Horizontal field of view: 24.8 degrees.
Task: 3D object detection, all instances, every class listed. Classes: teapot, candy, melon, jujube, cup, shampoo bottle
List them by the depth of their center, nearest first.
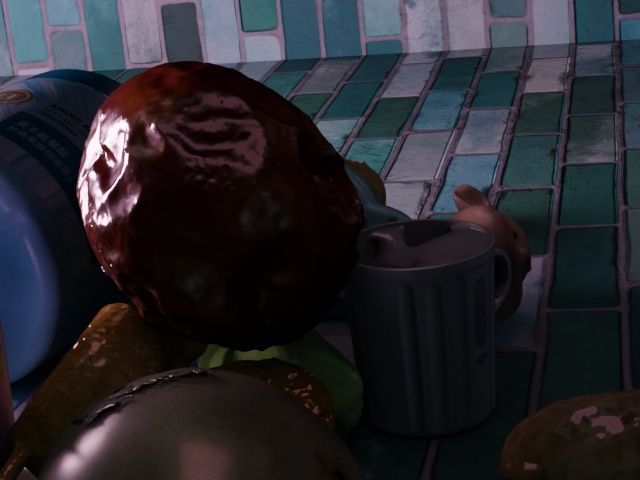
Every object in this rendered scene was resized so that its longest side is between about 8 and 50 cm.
[{"bbox_3d":[-0.094,0.228,1.131,0.268,0.268,0.330,-11,11,-14],"label":"melon"},{"bbox_3d":[-0.209,0.187,1.484,0.203,0.167,0.311,-46,7,48],"label":"teapot"},{"bbox_3d":[-0.110,-0.044,1.517,0.276,0.276,0.377,-12,20,-17],"label":"jujube"},{"bbox_3d":[0.135,0.088,1.580,0.221,0.202,0.167,-11,19,-16],"label":"cup"},{"bbox_3d":[-0.056,0.134,1.638,0.132,0.142,0.343,26,9,-19],"label":"candy"},{"bbox_3d":[-0.387,-0.019,1.863,0.331,0.331,0.343,3,21,24],"label":"shampoo bottle"}]

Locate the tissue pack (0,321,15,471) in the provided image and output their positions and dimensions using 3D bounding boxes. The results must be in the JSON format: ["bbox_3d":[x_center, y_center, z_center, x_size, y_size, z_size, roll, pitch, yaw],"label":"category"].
[{"bbox_3d":[-0.408,0.123,1.431,0.160,0.338,0.242,-4,13,3],"label":"tissue pack"}]

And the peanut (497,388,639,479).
[{"bbox_3d":[0.312,0.188,1.366,0.298,0.120,0.136,-9,-5,-7],"label":"peanut"}]

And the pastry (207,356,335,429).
[{"bbox_3d":[-0.071,0.202,1.387,0.189,0.103,0.188,-9,38,7],"label":"pastry"}]

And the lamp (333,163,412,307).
[{"bbox_3d":[0.003,-0.001,1.901,0.284,0.209,0.147,21,9,24],"label":"lamp"}]

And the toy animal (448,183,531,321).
[{"bbox_3d":[0.153,0.045,1.760,0.248,0.165,0.149,-20,26,-39],"label":"toy animal"}]

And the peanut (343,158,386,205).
[{"bbox_3d":[-0.034,-0.042,2.115,0.305,0.147,0.147,-19,22,-30],"label":"peanut"}]
